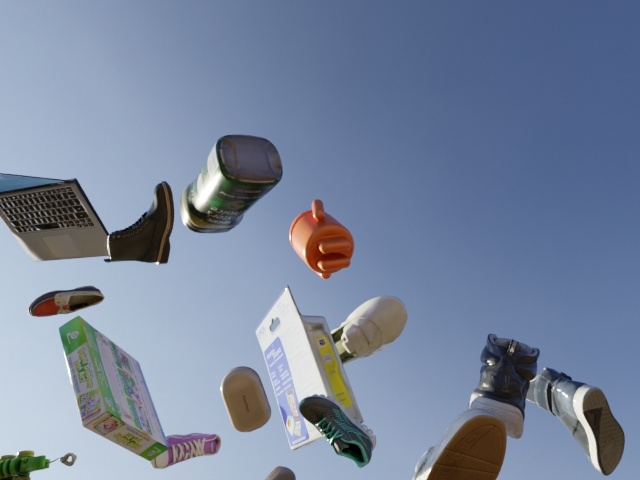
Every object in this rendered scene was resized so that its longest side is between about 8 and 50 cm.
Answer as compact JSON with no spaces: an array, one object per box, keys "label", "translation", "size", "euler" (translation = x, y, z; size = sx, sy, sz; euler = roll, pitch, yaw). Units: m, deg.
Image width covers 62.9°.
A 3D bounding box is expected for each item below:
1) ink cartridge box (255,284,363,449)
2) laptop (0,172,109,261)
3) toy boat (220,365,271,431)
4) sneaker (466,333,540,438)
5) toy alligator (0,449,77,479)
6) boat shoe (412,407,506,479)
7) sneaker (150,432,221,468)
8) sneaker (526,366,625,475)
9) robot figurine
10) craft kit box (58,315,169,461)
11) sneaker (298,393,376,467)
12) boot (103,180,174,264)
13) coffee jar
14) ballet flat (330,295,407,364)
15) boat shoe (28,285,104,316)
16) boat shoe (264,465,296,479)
[{"label":"ink cartridge box","translation":[-0.041,0.288,1.166],"size":[0.072,0.307,0.303],"euler":[-8,-23,-25]},{"label":"laptop","translation":[-0.860,-0.048,1.459],"size":[0.382,0.236,0.408],"euler":[-4,-56,25]},{"label":"toy boat","translation":[-0.278,0.579,1.934],"size":[0.151,0.231,0.151],"euler":[-19,-4,-11]},{"label":"sneaker","translation":[0.320,0.253,0.911],"size":[0.101,0.153,0.268],"euler":[16,-17,21]},{"label":"toy alligator","translation":[-0.539,0.409,0.948],"size":[0.190,0.056,0.051],"euler":[-16,-32,10]},{"label":"boat shoe","translation":[0.183,0.347,0.777],"size":[0.098,0.096,0.277],"euler":[16,-69,-8]},{"label":"sneaker","translation":[-0.463,0.737,1.865],"size":[0.161,0.102,0.282],"euler":[-10,-8,23]},{"label":"sneaker","translation":[0.514,0.360,1.072],"size":[0.086,0.163,0.226],"euler":[-33,-71,-20]},{"label":"robot figurine","translation":[0.001,-0.002,1.251],"size":[0.128,0.219,0.158],"euler":[-43,-61,-2]},{"label":"craft kit box","translation":[-0.432,0.313,1.102],"size":[0.061,0.250,0.246],"euler":[-30,-39,-10]},{"label":"sneaker","translation":[0.031,0.339,0.931],"size":[0.166,0.076,0.065],"euler":[35,-73,-5]},{"label":"boot","translation":[-0.401,-0.034,1.155],"size":[0.137,0.077,0.198],"euler":[-1,-68,-29]},{"label":"coffee jar","translation":[-0.136,-0.074,0.758],"size":[0.096,0.079,0.184],"euler":[-3,-20,-34]},{"label":"ballet flat","translation":[0.078,0.287,1.450],"size":[0.139,0.139,0.400],"euler":[29,-45,-25]},{"label":"boat shoe","translation":[-0.501,0.124,1.037],"size":[0.137,0.043,0.049],"euler":[-15,-61,-42]},{"label":"boat shoe","translation":[-0.187,0.742,1.385],"size":[0.116,0.324,0.123],"euler":[2,-42,51]}]
